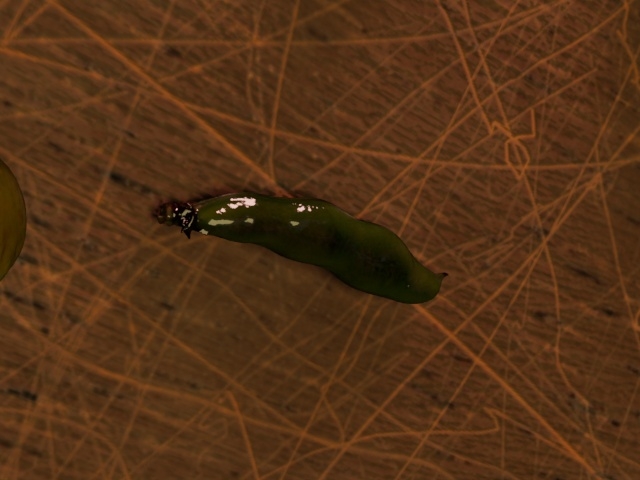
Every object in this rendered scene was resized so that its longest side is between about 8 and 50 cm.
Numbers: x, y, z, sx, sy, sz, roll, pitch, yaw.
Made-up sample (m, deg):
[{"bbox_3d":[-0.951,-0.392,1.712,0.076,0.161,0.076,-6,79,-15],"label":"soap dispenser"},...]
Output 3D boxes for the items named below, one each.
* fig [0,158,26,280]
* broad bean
[{"bbox_3d":[-0.262,-0.009,1.216,0.166,0.144,0.154,-10,76,-44],"label":"fig"},{"bbox_3d":[0.001,-0.001,1.482,0.297,0.043,0.060,19,105,-40],"label":"broad bean"}]
